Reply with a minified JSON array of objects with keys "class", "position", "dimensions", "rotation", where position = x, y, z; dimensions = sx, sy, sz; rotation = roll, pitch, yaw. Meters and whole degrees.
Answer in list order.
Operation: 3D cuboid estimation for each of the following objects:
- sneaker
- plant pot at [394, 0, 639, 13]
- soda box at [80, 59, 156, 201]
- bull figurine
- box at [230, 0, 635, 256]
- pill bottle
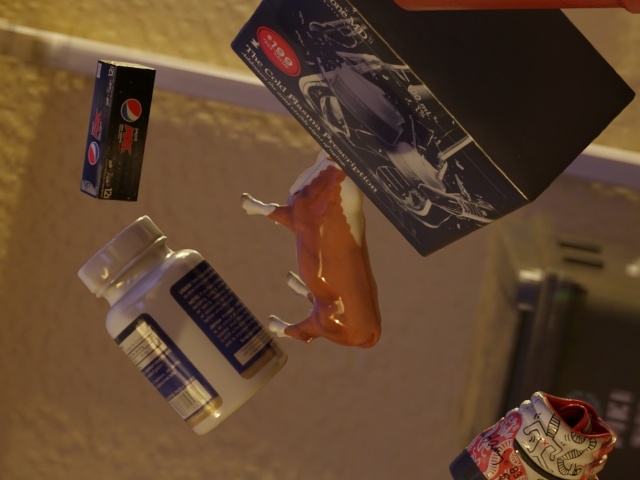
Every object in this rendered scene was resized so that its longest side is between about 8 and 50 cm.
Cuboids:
[{"class":"sneaker","position":[0.271,0.262,1.551],"dimensions":[0.145,0.270,0.090],"rotation":[-45,30,12]},{"class":"plant pot","position":[0.187,-0.307,1.249],"dimensions":[0.272,0.265,0.272],"rotation":[-3,-90,-69]},{"class":"soda box","position":[-0.251,-0.135,1.828],"dimensions":[0.053,0.060,0.169],"rotation":[22,106,52]},{"class":"bull figurine","position":[0.000,0.000,2.000],"dimensions":[0.101,0.188,0.310],"rotation":[-20,-75,-49]},{"class":"box","position":[0.106,-0.186,1.598],"dimensions":[0.179,0.343,0.312],"rotation":[-44,3,-20]},{"class":"pill bottle","position":[-0.129,0.074,1.346],"dimensions":[0.112,0.187,0.112],"rotation":[-40,1,1]}]
